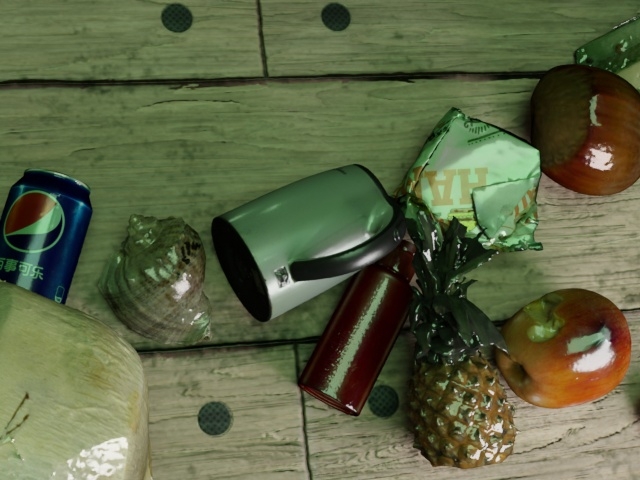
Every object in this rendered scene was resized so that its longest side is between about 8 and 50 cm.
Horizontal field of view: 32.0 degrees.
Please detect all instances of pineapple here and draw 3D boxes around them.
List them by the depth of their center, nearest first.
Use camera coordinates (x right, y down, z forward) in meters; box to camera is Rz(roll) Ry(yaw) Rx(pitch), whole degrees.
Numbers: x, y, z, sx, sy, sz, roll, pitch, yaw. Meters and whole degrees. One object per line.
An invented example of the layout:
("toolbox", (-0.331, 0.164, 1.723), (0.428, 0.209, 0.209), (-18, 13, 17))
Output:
("pineapple", (0.183, 0.133, 1.556), (0.165, 0.165, 0.365), (-9, 97, -16))

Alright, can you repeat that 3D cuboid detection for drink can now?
("drink can", (-0.381, 0.012, 1.499), (0.118, 0.118, 0.205), (16, 73, -11))

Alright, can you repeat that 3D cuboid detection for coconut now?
("coconut", (-0.371, 0.238, 1.340), (0.360, 0.346, 0.346), (34, 70, -26))

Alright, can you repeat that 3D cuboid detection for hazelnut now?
("hazelnut", (0.419, -0.180, 1.712), (0.210, 0.186, 0.210), (-12, 57, 19))

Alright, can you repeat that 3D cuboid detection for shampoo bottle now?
("shampoo bottle", (0.068, 0.118, 1.618), (0.102, 0.064, 0.260), (31, 71, -5))

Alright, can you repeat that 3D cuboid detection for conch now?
("conch", (-0.224, 0.059, 1.554), (0.155, 0.130, 0.207), (-21, 108, 14))

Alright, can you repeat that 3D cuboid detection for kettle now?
("kettle", (0.000, 0.000, 1.553), (0.236, 0.221, 0.161), (-25, 113, -21))

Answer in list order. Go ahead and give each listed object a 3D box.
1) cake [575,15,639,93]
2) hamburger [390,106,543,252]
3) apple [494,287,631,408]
("cake", (0.577, -0.289, 1.853), (0.283, 0.172, 0.158), (-22, 75, 15))
("hamburger", (0.235, -0.062, 1.674), (0.235, 0.125, 0.214), (29, 81, -3))
("apple", (0.351, 0.158, 1.629), (0.199, 0.199, 0.199), (3, 77, -14))
